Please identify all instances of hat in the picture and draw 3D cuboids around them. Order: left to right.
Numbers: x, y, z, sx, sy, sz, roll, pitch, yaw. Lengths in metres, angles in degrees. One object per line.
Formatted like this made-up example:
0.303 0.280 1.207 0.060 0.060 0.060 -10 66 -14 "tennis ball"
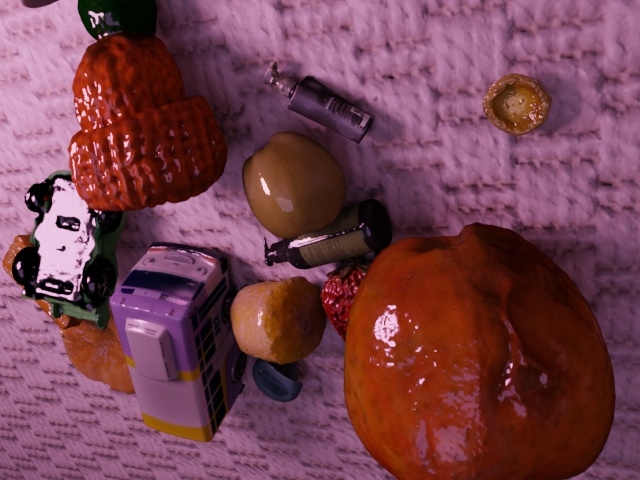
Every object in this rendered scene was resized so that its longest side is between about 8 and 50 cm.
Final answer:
-0.321 -0.259 1.006 0.285 0.285 0.401 3 118 21 "hat"
-0.100 0.335 1.432 0.138 0.078 0.191 38 147 6 "hat"

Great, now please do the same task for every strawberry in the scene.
0.088 0.147 1.207 0.188 0.106 0.286 -1 122 25 "strawberry"

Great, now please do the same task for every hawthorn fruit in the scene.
0.254 0.196 0.969 0.471 0.472 0.472 11 125 16 "hawthorn fruit"

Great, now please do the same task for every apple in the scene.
-0.050 -0.099 1.053 0.199 0.200 0.200 11 125 16 "apple"

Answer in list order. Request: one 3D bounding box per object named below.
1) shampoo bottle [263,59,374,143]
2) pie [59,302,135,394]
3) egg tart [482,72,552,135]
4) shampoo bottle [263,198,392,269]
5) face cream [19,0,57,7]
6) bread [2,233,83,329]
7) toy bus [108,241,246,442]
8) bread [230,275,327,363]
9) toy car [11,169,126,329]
-0.006 -0.247 1.015 0.207 0.057 0.064 29 128 1 "shampoo bottle"
-0.581 0.284 1.585 0.339 0.083 0.340 10 121 17 "pie"
0.313 -0.218 0.912 0.105 0.039 0.105 11 125 16 "egg tart"
0.000 0.000 1.148 0.283 0.101 0.101 -17 114 30 "shampoo bottle"
-0.473 -0.521 0.936 0.201 0.201 0.187 -27 109 34 "face cream"
-0.712 0.110 1.488 0.271 0.077 0.139 39 110 12 "bread"
-0.330 0.246 1.353 0.209 0.249 0.440 10 125 16 "toy bus"
-0.091 0.175 1.261 0.170 0.197 0.197 0 122 37 "bread"
-0.563 0.026 1.326 0.213 0.176 0.359 9 89 7 "toy car"
